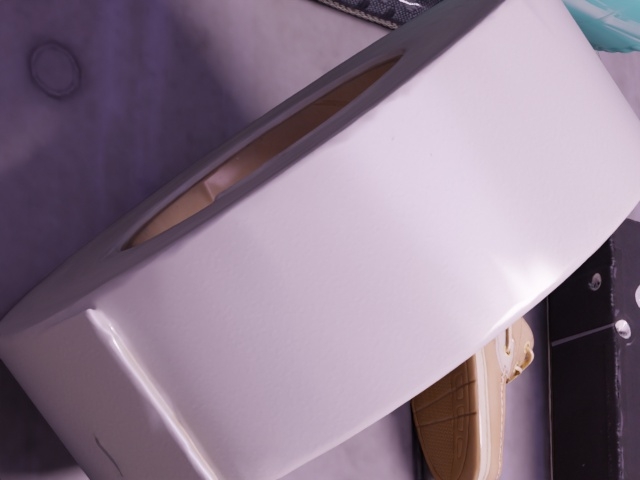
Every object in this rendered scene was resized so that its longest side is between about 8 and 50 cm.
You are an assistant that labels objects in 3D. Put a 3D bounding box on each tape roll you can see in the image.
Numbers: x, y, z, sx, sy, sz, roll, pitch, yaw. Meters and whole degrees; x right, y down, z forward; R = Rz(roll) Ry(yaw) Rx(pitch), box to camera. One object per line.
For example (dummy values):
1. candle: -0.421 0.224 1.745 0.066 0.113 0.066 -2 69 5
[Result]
1. tape roll: 0.000 0.000 0.845 0.286 0.286 0.100 -42 101 -40

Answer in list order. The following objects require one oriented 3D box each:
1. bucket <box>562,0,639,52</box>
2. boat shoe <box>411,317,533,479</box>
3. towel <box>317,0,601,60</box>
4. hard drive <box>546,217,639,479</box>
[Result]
1. bucket: 0.131 -0.241 0.998 0.183 0.281 0.281 25 60 -29
2. boat shoe: 0.084 0.051 1.037 0.059 0.063 0.170 8 69 -30
3. towel: 0.037 -0.270 1.135 0.312 0.056 0.324 16 67 -30
4. hard drive: 0.232 0.174 1.108 0.237 0.064 0.339 15 65 -34
